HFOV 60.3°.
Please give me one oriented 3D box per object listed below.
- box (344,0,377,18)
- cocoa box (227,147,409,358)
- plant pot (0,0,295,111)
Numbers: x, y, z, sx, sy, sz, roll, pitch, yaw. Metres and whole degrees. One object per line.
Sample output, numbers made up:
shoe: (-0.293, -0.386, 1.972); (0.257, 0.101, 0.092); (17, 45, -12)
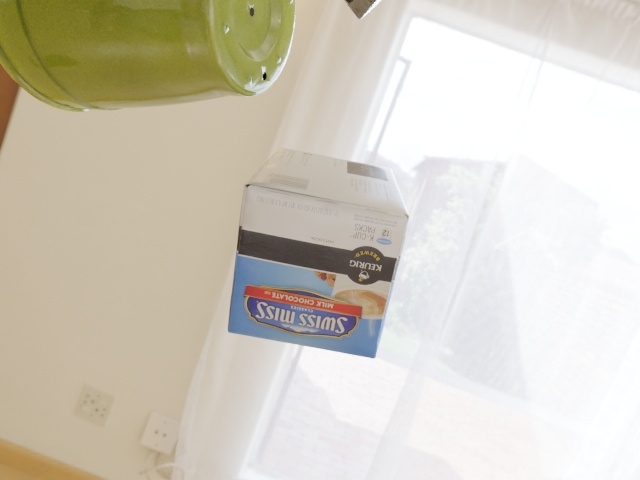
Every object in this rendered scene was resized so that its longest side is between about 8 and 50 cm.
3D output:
box: (-0.007, -0.375, 0.515); (0.293, 0.073, 0.295); (47, 3, -12)
cocoa box: (0.000, 0.000, 0.915); (0.231, 0.228, 0.347); (11, 18, 0)
plant pot: (-0.241, -0.360, 0.845); (0.353, 0.367, 0.366); (14, 3, 21)
